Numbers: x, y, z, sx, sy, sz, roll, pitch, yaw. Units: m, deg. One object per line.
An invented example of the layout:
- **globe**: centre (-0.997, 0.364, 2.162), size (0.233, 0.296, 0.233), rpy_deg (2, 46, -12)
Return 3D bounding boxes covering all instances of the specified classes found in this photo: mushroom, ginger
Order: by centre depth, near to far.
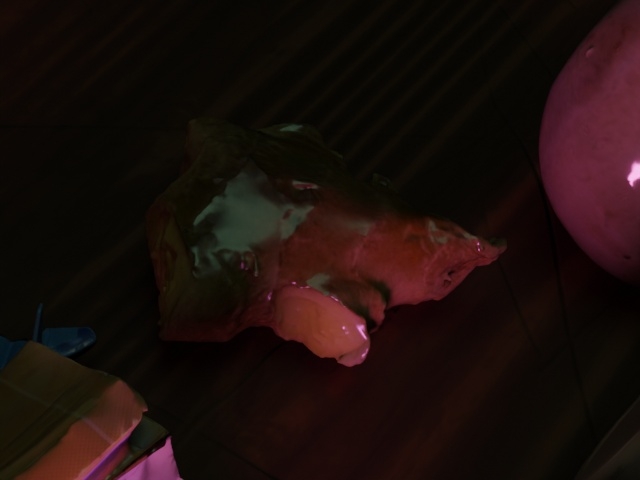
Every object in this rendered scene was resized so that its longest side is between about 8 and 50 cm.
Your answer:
- **ginger**: centre (0.000, 0.000, 1.436), size (0.270, 0.123, 0.219), rpy_deg (7, 50, -18)
- **mushroom**: centre (0.323, -0.098, 1.521), size (0.292, 0.292, 0.290), rpy_deg (12, 19, -1)

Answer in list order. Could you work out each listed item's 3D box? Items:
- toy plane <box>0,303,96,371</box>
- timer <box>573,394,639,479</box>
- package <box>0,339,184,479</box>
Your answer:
- **toy plane**: centre (-0.233, 0.144, 1.291), size (0.169, 0.078, 0.246), rpy_deg (10, 54, -1)
- **timer**: centre (0.328, 0.204, 1.316), size (0.266, 0.175, 0.175), rpy_deg (42, 53, 5)
- **package**: centre (-0.224, 0.205, 1.105), size (0.221, 0.165, 0.311), rpy_deg (37, 72, 27)
